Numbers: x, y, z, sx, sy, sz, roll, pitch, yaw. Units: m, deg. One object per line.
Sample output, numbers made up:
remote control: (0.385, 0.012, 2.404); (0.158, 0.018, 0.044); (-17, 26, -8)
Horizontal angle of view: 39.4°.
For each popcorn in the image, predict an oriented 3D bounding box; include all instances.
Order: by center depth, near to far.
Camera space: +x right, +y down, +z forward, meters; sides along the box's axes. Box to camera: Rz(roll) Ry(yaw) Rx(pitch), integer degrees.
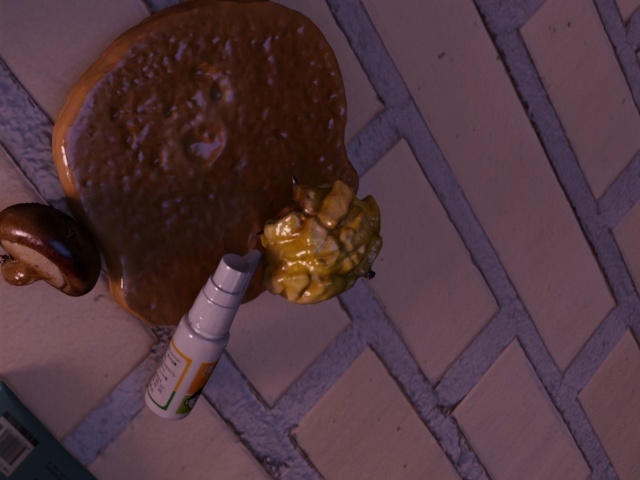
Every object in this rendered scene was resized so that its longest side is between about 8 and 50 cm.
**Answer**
popcorn: (0.000, 0.000, 1.071); (0.152, 0.148, 0.167); (42, 52, 1)

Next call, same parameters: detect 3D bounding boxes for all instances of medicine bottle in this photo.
medicine bottle: (-0.132, 0.109, 1.054); (0.220, 0.061, 0.092); (-61, 166, 25)

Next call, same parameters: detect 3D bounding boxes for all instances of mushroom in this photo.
mushroom: (-0.291, 0.014, 0.951); (0.127, 0.127, 0.087); (43, 64, -31)

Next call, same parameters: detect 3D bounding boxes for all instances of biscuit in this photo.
biscuit: (-0.123, -0.102, 1.082); (0.385, 0.062, 0.364); (-29, 114, -28)

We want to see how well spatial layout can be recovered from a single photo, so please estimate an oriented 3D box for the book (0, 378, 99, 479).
book: (-0.395, 0.368, 0.943); (0.379, 0.031, 0.264); (-49, 120, -30)
